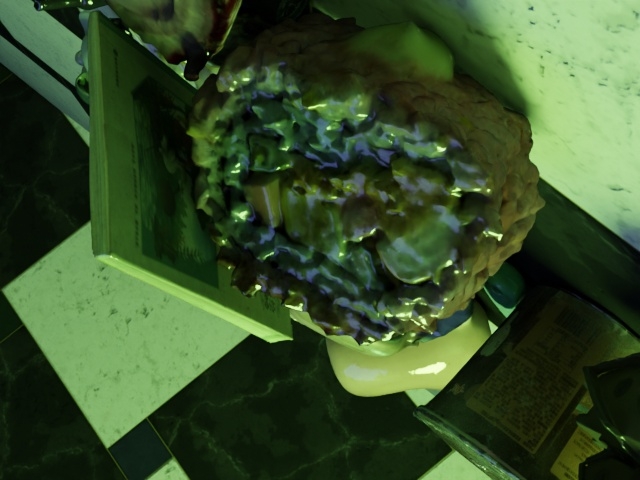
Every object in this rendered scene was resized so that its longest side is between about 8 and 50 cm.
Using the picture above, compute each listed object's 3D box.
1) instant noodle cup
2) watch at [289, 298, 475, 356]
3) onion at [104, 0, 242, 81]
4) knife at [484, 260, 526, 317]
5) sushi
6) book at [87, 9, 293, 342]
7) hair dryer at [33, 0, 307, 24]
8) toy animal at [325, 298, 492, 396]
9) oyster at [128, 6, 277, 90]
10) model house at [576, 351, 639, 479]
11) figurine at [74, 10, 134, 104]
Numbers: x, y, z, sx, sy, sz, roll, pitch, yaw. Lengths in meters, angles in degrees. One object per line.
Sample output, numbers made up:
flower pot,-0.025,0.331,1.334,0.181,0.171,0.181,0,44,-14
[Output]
instant noodle cup,0.249,0.177,1.103,0.217,0.207,0.217,38,172,6
watch,0.081,0.021,1.124,0.253,0.162,0.241,27,153,-28
onion,-0.135,-0.278,0.662,0.314,0.146,0.280,47,157,-7
knife,0.228,0.073,1.248,0.063,0.035,0.260,35,173,18
sushi,0.041,-0.061,0.772,0.270,0.171,0.237,24,123,26
book,-0.106,-0.041,0.843,0.282,0.025,0.215,33,-134,-60
hair dryer,-0.131,-0.209,0.814,0.173,0.195,0.050,35,141,19
toy animal,0.131,0.144,1.459,0.213,0.256,0.195,-58,-49,-61
oyster,-0.027,-0.143,0.982,0.275,0.100,0.271,15,162,25
model house,0.303,0.176,0.860,0.204,0.211,0.243,44,170,-21
figurine,-0.302,-0.265,1.448,0.147,0.126,0.192,49,155,1
